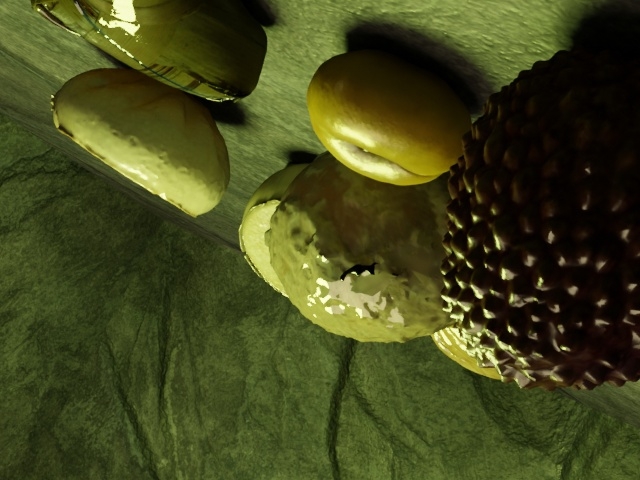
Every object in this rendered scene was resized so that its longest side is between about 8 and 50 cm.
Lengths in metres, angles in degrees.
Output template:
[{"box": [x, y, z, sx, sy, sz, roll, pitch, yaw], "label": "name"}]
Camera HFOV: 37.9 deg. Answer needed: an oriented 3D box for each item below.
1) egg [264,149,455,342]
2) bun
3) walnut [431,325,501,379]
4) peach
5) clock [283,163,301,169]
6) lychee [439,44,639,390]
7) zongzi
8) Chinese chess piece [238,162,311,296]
[{"box": [0.078, 0.001, 1.161, 0.311, 0.279, 0.279, 14, 167, 26], "label": "egg"}, {"box": [-0.260, -0.174, 1.437, 0.299, 0.164, 0.299, 32, 179, 1], "label": "bun"}, {"box": [0.254, 0.088, 1.314, 0.228, 0.228, 0.228, 26, 172, 4], "label": "walnut"}, {"box": [0.067, -0.122, 0.943, 0.179, 0.103, 0.179, 23, 172, 3], "label": "peach"}, {"box": [0.032, -0.058, 1.627, 0.237, 0.057, 0.237, 27, 172, 4], "label": "clock"}, {"box": [0.198, -0.005, 0.687, 0.271, 0.271, 0.271, 26, 172, 4], "label": "lychee"}, {"box": [-0.118, -0.221, 0.870, 0.260, 0.123, 0.289, 27, 169, -33], "label": "zongzi"}, {"box": [0.000, 0.000, 1.535, 0.270, 0.112, 0.270, 20, 142, 17], "label": "Chinese chess piece"}]
